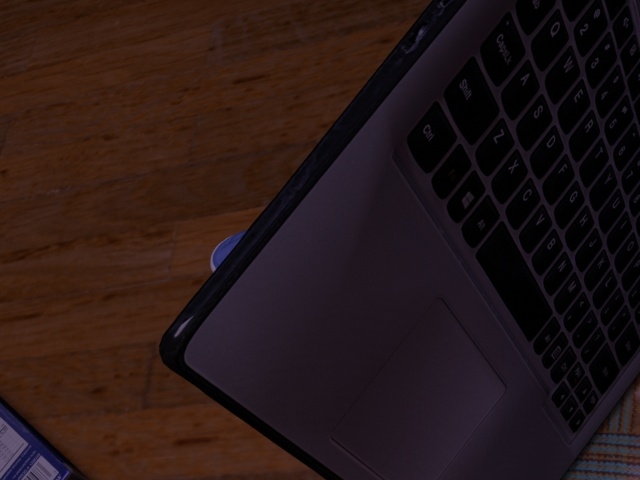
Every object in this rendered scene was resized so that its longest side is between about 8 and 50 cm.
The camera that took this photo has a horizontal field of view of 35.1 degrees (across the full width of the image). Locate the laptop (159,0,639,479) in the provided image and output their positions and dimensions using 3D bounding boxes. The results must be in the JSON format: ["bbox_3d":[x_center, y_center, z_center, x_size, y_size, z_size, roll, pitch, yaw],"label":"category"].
[{"bbox_3d":[0.218,0.016,0.450,0.236,0.382,0.408,33,80,37],"label":"laptop"}]

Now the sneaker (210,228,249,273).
[{"bbox_3d":[0.000,0.000,0.813,0.211,0.081,0.080,-8,59,25],"label":"sneaker"}]

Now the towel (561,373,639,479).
[{"bbox_3d":[0.242,0.043,0.688,0.271,0.040,0.370,-4,59,26],"label":"towel"}]

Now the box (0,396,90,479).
[{"bbox_3d":[-0.311,0.201,0.874,0.225,0.036,0.136,29,76,36],"label":"box"}]
